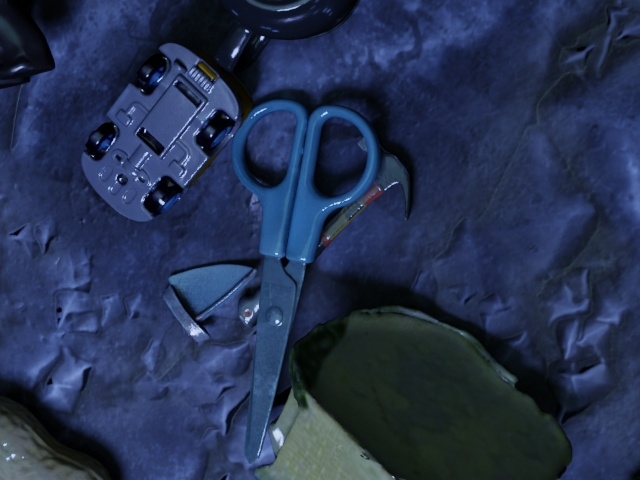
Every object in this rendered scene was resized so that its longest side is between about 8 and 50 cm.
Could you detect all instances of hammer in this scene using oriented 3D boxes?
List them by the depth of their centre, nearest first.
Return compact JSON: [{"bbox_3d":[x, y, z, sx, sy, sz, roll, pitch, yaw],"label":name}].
[{"bbox_3d":[0.000,0.000,1.099,0.287,0.033,0.111,-44,87,11],"label":"hammer"}]

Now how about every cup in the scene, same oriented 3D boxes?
[{"bbox_3d":[-0.045,-0.289,1.002,0.169,0.176,0.223,36,103,1],"label":"cup"}]

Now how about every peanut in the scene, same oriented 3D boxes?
[{"bbox_3d":[-0.391,0.294,1.159,0.274,0.111,0.125,36,115,7],"label":"peanut"}]

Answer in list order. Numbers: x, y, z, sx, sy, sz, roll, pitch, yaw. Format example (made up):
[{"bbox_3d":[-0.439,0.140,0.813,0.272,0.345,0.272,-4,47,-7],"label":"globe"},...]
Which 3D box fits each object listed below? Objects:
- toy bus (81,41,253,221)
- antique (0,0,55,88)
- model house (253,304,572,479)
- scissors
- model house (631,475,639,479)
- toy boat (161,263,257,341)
[{"bbox_3d":[-0.175,-0.130,1.056,0.126,0.136,0.209,43,109,2],"label":"toy bus"},{"bbox_3d":[-0.481,-0.298,1.073,0.322,0.185,0.255,-12,101,10],"label":"antique"},{"bbox_3d":[0.092,0.273,1.039,0.321,0.261,0.266,39,127,20],"label":"model house"},{"bbox_3d":[-0.047,0.052,1.073,0.192,0.029,0.447,10,91,21],"label":"scissors"},{"bbox_3d":[0.492,0.318,1.022,0.211,0.170,0.194,-31,83,-17],"label":"model house"},{"bbox_3d":[-0.137,0.060,1.128,0.122,0.034,0.096,-40,76,5],"label":"toy boat"}]
